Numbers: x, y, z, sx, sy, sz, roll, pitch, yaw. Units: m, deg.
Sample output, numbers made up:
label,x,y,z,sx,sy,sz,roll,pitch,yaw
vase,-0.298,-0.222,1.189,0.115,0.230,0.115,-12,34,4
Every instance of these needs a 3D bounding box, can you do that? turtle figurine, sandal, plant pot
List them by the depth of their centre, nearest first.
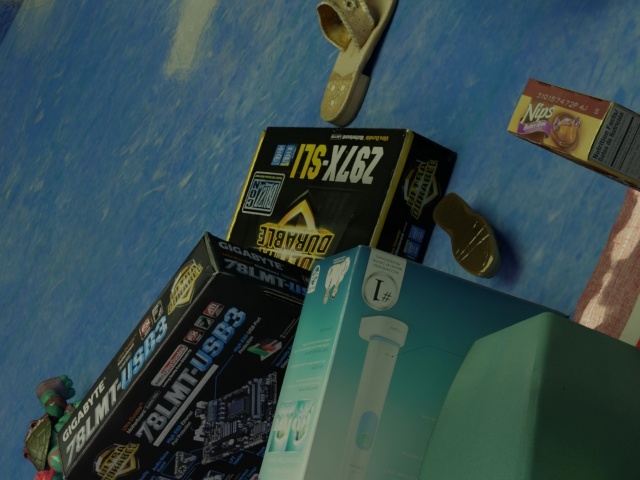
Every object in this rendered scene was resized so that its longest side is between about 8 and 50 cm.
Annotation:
label,x,y,z,sx,sy,sz,roll,pitch,yaw
plant pot,0.184,0.191,1.242,0.165,0.165,0.234,-29,45,54
sandal,0.029,-0.265,1.867,0.088,0.079,0.240,-3,69,57
turtle figurine,-0.348,0.278,2.082,0.175,0.118,0.234,-64,25,6

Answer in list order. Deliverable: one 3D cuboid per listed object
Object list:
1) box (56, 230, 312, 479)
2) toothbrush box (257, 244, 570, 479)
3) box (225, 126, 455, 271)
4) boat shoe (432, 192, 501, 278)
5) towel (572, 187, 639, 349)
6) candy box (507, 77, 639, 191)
label,x,y,z,sx,sy,sz,roll,pitch,yaw
box,-0.068,0.160,1.536,0.295,0.293,0.073,-54,33,23
toothbrush box,0.075,0.180,1.361,0.126,0.216,0.296,156,129,-68
box,0.000,0.000,1.747,0.322,0.079,0.257,9,76,59
boat shoe,0.157,-0.002,1.531,0.050,0.045,0.135,-47,31,17
towel,0.344,0.023,1.236,0.329,0.037,0.237,16,85,59
candy box,0.254,-0.067,1.213,0.109,0.186,0.053,31,98,58
